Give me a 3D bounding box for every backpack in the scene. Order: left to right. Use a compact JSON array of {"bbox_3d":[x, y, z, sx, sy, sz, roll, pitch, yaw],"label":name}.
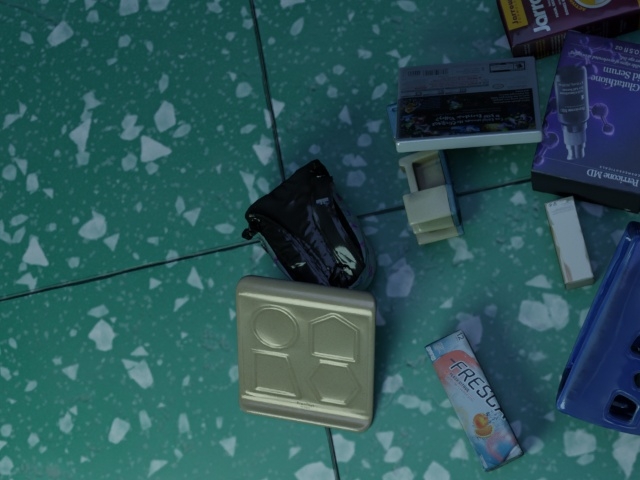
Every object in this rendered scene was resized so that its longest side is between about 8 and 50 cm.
[{"bbox_3d":[0.000,0.000,1.662,0.152,0.115,0.182,-39,74,15],"label":"backpack"}]

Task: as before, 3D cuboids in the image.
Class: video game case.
[{"bbox_3d":[0.198,-0.184,1.626,0.190,0.022,0.173,-3,42,9],"label":"video game case"}]

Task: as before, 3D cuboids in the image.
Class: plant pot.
[{"bbox_3d":[0.429,0.126,1.467,0.212,0.236,0.236,25,100,10],"label":"plant pot"}]

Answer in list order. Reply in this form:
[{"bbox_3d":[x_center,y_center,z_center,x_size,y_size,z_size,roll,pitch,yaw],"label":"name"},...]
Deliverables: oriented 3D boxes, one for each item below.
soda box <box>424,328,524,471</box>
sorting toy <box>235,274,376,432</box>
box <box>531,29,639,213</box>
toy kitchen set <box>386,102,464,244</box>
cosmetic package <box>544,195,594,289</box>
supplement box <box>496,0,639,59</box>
[{"bbox_3d":[0.204,0.212,1.600,0.058,0.063,0.183,-27,74,5],"label":"soda box"},{"bbox_3d":[-0.019,0.151,1.637,0.193,0.038,0.208,8,115,13],"label":"sorting toy"},{"bbox_3d":[0.379,-0.157,1.616,0.153,0.108,0.207,13,81,14],"label":"box"},{"bbox_3d":[0.163,-0.115,1.623,0.122,0.166,0.207,-14,76,7],"label":"toy kitchen set"},{"bbox_3d":[0.333,0.004,1.618,0.041,0.060,0.115,-14,75,10],"label":"cosmetic package"},{"bbox_3d":[0.345,-0.326,1.672,0.188,0.081,0.104,-16,76,9],"label":"supplement box"}]
